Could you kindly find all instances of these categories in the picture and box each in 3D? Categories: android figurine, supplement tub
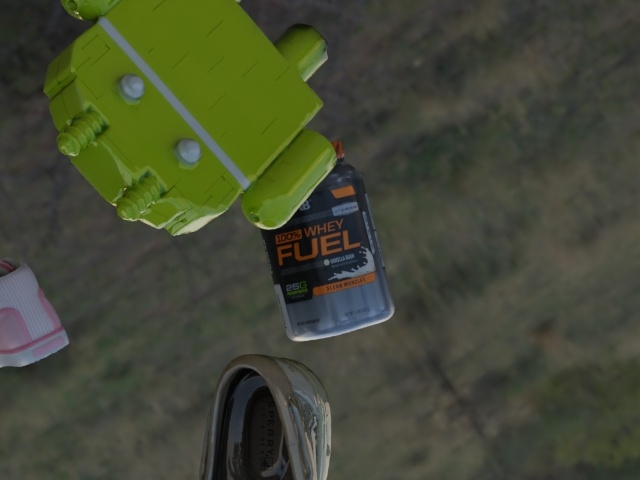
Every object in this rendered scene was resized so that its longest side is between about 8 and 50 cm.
[{"bbox_3d":[-0.099,-0.115,1.356,0.056,0.248,0.273,-32,-168,44],"label":"android figurine"},{"bbox_3d":[0.000,0.000,1.837,0.117,0.190,0.117,-15,-179,0],"label":"supplement tub"}]

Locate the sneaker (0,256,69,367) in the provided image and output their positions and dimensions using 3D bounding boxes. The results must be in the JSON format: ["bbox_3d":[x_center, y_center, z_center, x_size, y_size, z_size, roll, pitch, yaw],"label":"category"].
[{"bbox_3d":[-0.209,0.046,1.155,0.051,0.070,0.134,-31,-171,-28],"label":"sneaker"}]

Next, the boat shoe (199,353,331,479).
[{"bbox_3d":[-0.052,0.258,1.387,0.121,0.341,0.110,-5,171,14],"label":"boat shoe"}]
